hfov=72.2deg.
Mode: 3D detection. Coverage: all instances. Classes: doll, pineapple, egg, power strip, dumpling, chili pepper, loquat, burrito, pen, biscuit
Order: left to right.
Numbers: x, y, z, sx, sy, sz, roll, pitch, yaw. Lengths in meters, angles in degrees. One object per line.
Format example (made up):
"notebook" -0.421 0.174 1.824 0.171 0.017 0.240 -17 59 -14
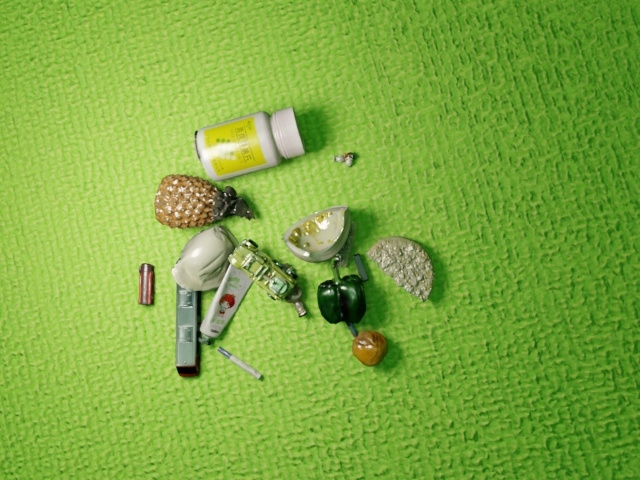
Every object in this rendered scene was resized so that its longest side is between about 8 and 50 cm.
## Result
"pineapple" -0.426 -0.140 1.668 0.357 0.223 0.223 4 87 1
"dumpling" -0.427 0.078 1.686 0.243 0.175 0.227 -36 114 0
"pen" -0.316 0.477 1.712 0.204 0.025 0.025 32 90 7
"egg" -0.001 -0.006 1.642 0.271 0.206 0.161 -29 109 -11
"chili pepper" 0.081 0.180 1.627 0.174 0.165 0.261 -9 89 23
"doll" 0.093 -0.323 1.722 0.085 0.040 0.058 21 99 6
"burrito" 0.104 0.016 1.696 0.045 0.041 0.185 13 90 -3
"power strip" 0.154 0.106 1.687 0.029 0.038 0.111 -20 84 5
"loquat" 0.181 0.399 1.633 0.137 0.113 0.137 6 110 17
"biscuit" 0.326 0.088 1.652 0.281 0.084 0.179 43 86 4

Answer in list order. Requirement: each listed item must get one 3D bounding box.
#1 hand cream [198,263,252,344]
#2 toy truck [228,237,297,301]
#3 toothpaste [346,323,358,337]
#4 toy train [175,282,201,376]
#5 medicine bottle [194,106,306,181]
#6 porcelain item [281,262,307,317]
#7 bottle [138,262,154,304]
"hand cream" -0.370 0.247 1.702 0.121 0.076 0.336 30 88 -33
"toy truck" -0.215 0.106 1.613 0.259 0.135 0.128 40 90 5
"toothpaste" 0.122 0.341 1.684 0.027 0.019 0.083 -30 83 27
"toy train" -0.516 0.330 1.710 0.086 0.089 0.409 0 86 0
"medicine bottle" -0.260 -0.367 1.668 0.379 0.213 0.213 -15 85 4
"porcelain item" -0.110 0.195 1.696 0.084 0.054 0.213 -28 83 5
"bottle" -0.696 0.172 1.750 0.060 0.060 0.164 0 86 5
